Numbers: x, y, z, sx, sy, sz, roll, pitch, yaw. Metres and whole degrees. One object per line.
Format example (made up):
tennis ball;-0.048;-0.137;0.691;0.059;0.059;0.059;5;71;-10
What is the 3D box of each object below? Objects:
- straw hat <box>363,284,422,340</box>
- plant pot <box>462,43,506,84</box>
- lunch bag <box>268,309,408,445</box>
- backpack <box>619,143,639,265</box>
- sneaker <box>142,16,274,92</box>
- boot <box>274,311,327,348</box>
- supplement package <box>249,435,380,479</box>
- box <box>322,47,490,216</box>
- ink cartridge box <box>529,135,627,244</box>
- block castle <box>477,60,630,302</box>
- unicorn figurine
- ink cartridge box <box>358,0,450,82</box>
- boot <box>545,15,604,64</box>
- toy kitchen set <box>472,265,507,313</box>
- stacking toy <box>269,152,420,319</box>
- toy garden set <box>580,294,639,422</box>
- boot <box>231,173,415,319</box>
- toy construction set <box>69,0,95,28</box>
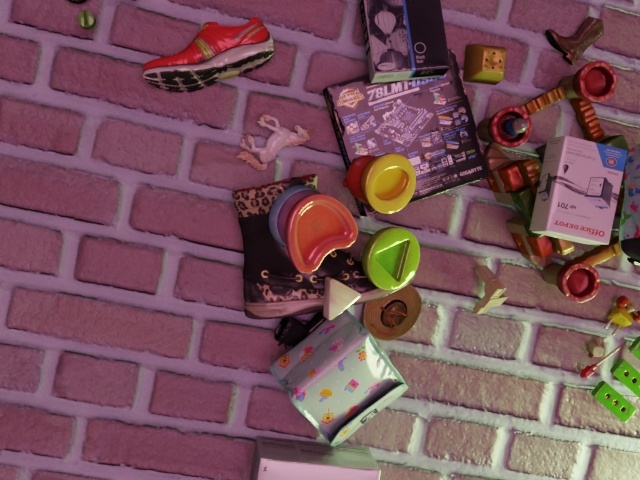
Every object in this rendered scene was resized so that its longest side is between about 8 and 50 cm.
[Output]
straw hat;0.166;0.168;1.797;0.144;0.144;0.061;-41;140;-2
plant pot;0.363;-0.387;1.764;0.081;0.083;0.082;4;94;-8
lunch bag;0.054;0.312;1.747;0.223;0.160;0.262;-38;124;-6
backpack;0.708;-0.082;1.593;0.225;0.191;0.254;12;72;-26
sneaker;-0.238;-0.392;1.690;0.279;0.107;0.118;-17;79;-9
boot;-0.039;0.186;1.765;0.099;0.045;0.121;27;97;-35
supplement package;-0.022;0.559;1.768;0.261;0.145;0.204;8;94;-8
box;0.186;-0.232;1.759;0.295;0.073;0.293;-19;94;-7
ink cartridge box;0.507;-0.097;1.599;0.139;0.082;0.191;11;89;-10
block castle;0.556;-0.123;1.750;0.303;0.213;0.453;-27;98;-4
unicorn figurine;-0.096;-0.217;1.736;0.111;0.060;0.162;39;105;-10
ink cartridge box;0.165;-0.502;1.701;0.165;0.065;0.333;-7;82;-7
boot;0.569;-0.466;1.808;0.114;0.037;0.106;-46;112;2
toy kitchen set;0.377;0.111;1.843;0.068;0.075;0.083;-2;136;-43
stacking toy;0.051;-0.018;1.646;0.309;0.130;0.280;-26;115;-23
toy garden set;0.707;0.265;1.891;0.204;0.049;0.244;40;90;-11
boot;0.000;0.000;1.729;0.377;0.138;0.284;-11;97;-1
toy construction set;-0.404;-0.606;1.562;0.309;0.237;0.257;-32;98;-4
